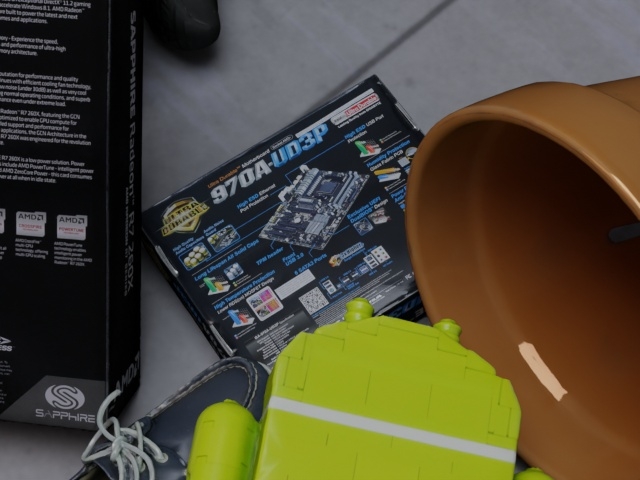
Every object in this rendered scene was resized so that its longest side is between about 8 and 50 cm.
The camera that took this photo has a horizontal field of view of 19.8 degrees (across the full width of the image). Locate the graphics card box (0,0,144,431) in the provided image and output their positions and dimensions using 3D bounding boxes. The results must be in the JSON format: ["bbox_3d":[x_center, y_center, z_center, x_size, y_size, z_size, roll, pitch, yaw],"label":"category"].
[{"bbox_3d":[-0.241,-0.061,1.257,0.233,0.371,0.094,5,18,8],"label":"graphics card box"}]

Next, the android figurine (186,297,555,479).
[{"bbox_3d":[0.036,0.163,1.179,0.248,0.056,0.273,12,61,-6],"label":"android figurine"}]

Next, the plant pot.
[{"bbox_3d":[0.223,0.008,1.213,0.203,0.291,0.291,-28,61,-28],"label":"plant pot"}]

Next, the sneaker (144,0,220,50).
[{"bbox_3d":[-0.108,-0.283,1.490,0.130,0.109,0.286,-11,63,-7],"label":"sneaker"}]

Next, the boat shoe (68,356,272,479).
[{"bbox_3d":[-0.131,0.169,1.229,0.254,0.079,0.095,-44,41,-1],"label":"boat shoe"}]

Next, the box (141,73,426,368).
[{"bbox_3d":[0.000,0.000,1.352,0.220,0.051,0.175,-32,63,-11],"label":"box"}]
